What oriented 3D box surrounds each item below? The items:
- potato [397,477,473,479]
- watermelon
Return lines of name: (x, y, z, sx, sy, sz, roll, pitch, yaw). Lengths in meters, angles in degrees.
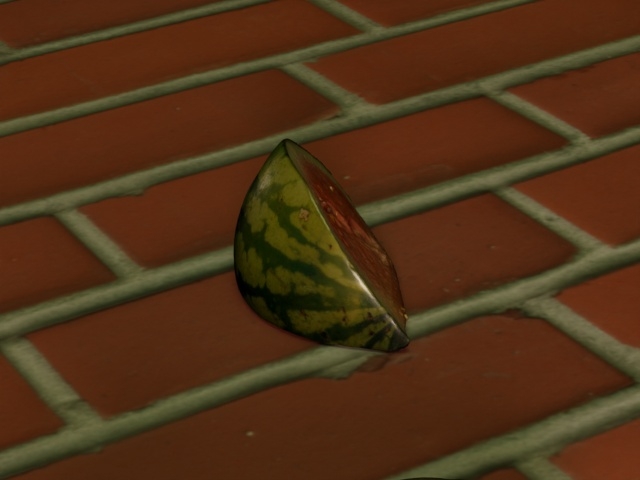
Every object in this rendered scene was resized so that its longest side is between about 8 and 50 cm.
potato: (0.042, 0.238, 1.246, 0.262, 0.165, 0.165, 2, 28, -1)
watermelon: (-0.025, 0.011, 1.767, 0.128, 0.159, 0.303, -40, 27, 9)
